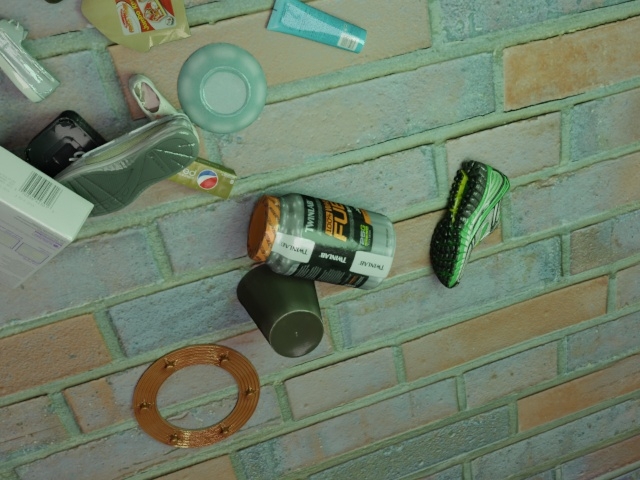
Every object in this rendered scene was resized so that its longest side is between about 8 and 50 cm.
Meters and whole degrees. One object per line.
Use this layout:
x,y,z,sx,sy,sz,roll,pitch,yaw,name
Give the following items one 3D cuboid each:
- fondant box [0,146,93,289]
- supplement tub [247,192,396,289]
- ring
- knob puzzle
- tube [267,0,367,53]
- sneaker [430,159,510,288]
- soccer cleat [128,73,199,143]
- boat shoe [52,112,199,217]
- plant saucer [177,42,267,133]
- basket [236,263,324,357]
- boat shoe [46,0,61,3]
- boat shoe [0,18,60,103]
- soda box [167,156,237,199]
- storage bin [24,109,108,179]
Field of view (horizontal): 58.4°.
-0.620,-0.042,1.089,0.238,0.096,0.330,37,138,-27,fondant box
0.000,0.000,1.347,0.316,0.193,0.193,11,109,-22,supplement tub
-0.325,0.426,1.530,0.337,0.032,0.336,-7,116,-14,ring
-0.366,-0.465,1.115,0.213,0.030,0.213,-1,106,-5,knob puzzle
-0.004,-0.458,1.225,0.207,0.052,0.080,14,104,-17,tube
0.398,-0.026,1.492,0.147,0.134,0.343,11,109,-22,sneaker
-0.327,-0.258,1.195,0.068,0.076,0.196,-38,119,2,soccer cleat
-0.393,-0.149,1.128,0.321,0.103,0.118,-29,138,3,boat shoe
-0.207,-0.320,1.228,0.195,0.037,0.194,-6,114,-14,plant saucer
-0.084,0.166,1.376,0.205,0.227,0.154,-8,115,-13,basket
-0.452,-0.523,1.046,0.190,0.068,0.072,-38,88,2,boat shoe
-0.583,-0.370,1.073,0.081,0.079,0.227,-38,124,-9,boat shoe
-0.282,-0.152,1.267,0.181,0.058,0.061,18,107,-23,soda box
-0.496,-0.163,1.182,0.122,0.084,0.180,-40,118,3,storage bin
